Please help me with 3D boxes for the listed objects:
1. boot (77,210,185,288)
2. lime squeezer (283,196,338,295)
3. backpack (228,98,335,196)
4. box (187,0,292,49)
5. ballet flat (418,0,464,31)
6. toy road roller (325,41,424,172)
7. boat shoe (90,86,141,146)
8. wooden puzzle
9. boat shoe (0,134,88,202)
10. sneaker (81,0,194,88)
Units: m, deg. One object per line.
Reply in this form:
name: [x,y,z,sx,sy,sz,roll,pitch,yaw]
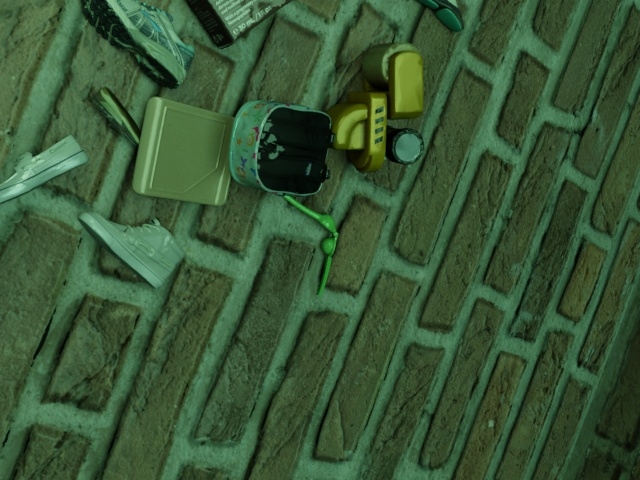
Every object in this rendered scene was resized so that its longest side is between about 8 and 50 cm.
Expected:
boot: [-0.426,-0.009,1.526,0.123,0.095,0.258,-53,129,-17]
lime squeezer: [0.000,0.000,1.791,0.109,0.058,0.311,-28,114,-23]
backpack: [-0.108,-0.222,1.577,0.253,0.191,0.225,-6,109,-57]
box: [-0.241,-0.639,1.447,0.191,0.143,0.381,-41,112,-14]
ballet flat: [0.336,-0.661,1.842,0.203,0.074,0.074,27,86,-30]
toy road roller: [0.123,-0.340,1.713,0.240,0.202,0.330,-4,104,-19]
boat shoe: [-0.450,-0.268,1.473,0.049,0.056,0.152,-26,124,5]
wooden puzzle: [-0.313,-0.203,1.557,0.238,0.044,0.221,8,96,-39]
boat shoe: [-0.606,-0.150,1.396,0.226,0.083,0.076,-35,105,-32]
sneaker: [-0.393,-0.467,1.447,0.283,0.110,0.122,46,59,-32]
